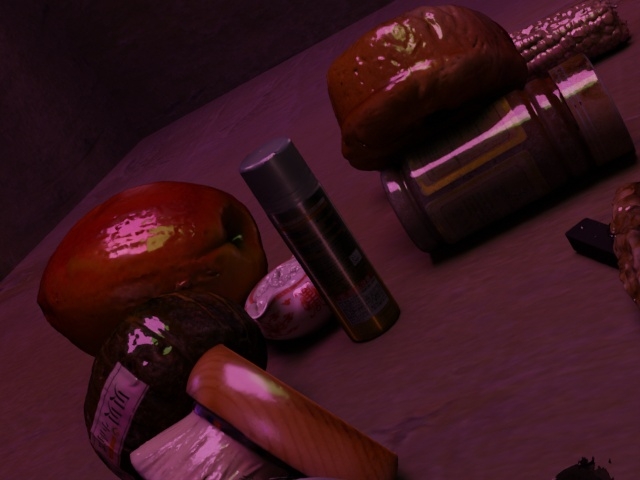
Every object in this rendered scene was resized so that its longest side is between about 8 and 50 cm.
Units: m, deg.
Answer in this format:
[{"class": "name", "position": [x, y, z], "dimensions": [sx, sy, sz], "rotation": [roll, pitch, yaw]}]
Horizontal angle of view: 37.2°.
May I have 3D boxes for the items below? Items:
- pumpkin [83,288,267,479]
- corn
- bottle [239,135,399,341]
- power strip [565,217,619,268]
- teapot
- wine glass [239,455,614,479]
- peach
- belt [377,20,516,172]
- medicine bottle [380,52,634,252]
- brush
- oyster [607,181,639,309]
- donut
[{"class": "pumpkin", "position": [-0.163, 0.184, 1.175], "dimensions": [0.260, 0.189, 0.260], "rotation": [-50, -18, -23]}, {"class": "corn", "position": [0.386, -0.333, 1.723], "dimensions": [0.335, 0.126, 0.126], "rotation": [-19, 23, 27]}, {"class": "bottle", "position": [0.000, 0.000, 1.243], "dimensions": [0.082, 0.286, 0.082], "rotation": [-29, 19, 11]}, {"class": "power strip", "position": [0.329, 0.003, 1.101], "dimensions": [0.038, 0.029, 0.111], "rotation": [-35, 21, -7]}, {"class": "teapot", "position": [-0.035, 0.074, 1.399], "dimensions": [0.159, 0.116, 0.245], "rotation": [-39, 18, 24]}, {"class": "wine glass", "position": [0.049, 0.261, 0.692], "dimensions": [0.357, 0.190, 0.190], "rotation": [-13, 27, 36]}, {"class": "peach", "position": [-0.265, 0.060, 1.519], "dimensions": [0.372, 0.290, 0.372], "rotation": [-27, 19, 10]}, {"class": "belt", "position": [0.194, -0.233, 1.608], "dimensions": [0.324, 0.227, 0.115], "rotation": [-39, 12, 22]}, {"class": "medicine bottle", "position": [0.254, -0.115, 1.327], "dimensions": [0.322, 0.151, 0.151], "rotation": [-29, 19, 14]}, {"class": "brush", "position": [-0.054, 0.232, 0.990], "dimensions": [0.267, 0.174, 0.166], "rotation": [22, 76, 39]}, {"class": "oyster", "position": [0.362, 0.014, 0.947], "dimensions": [0.129, 0.078, 0.345], "rotation": [-4, 30, 12]}, {"class": "donut", "position": [0.155, -0.220, 1.393], "dimensions": [0.299, 0.150, 0.317], "rotation": [-23, -14, -2]}]
